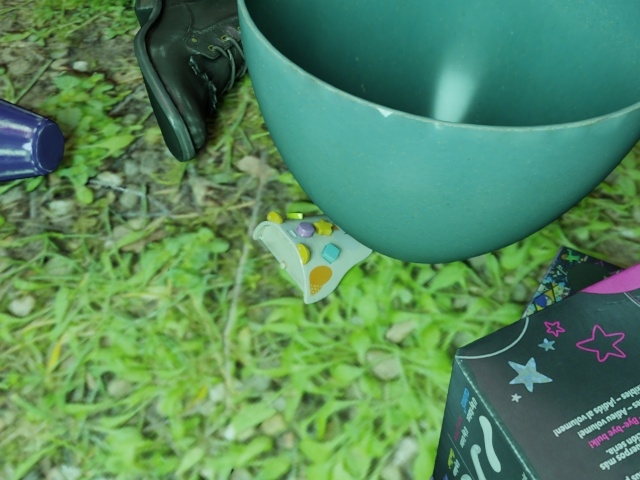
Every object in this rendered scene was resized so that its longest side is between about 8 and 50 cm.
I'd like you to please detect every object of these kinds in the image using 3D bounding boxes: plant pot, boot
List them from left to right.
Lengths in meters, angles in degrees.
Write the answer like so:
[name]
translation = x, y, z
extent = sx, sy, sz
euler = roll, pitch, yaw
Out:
[boot]
translation = -0.056, -0.194, 0.758
extent = 0.229, 0.091, 0.262
euler = -12, 48, -3
[plant pot]
translation = 0.086, -0.095, 0.581
extent = 0.291, 0.195, 0.290
euler = 3, 46, -3

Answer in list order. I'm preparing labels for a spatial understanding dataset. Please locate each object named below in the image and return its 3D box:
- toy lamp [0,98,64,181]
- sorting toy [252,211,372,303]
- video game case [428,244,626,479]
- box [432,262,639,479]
[toy lamp]
translation = -0.366, -0.100, 0.725
extent = 0.275, 0.080, 0.080
euler = 8, 52, 16
[sorting toy]
translation = 0.000, 0.000, 0.631
extent = 0.075, 0.044, 0.083
euler = -16, 48, -32
[video game case]
translation = 0.204, 0.129, 0.494
extent = 0.210, 0.041, 0.232
euler = 24, 57, 22
[box]
translation = 0.199, 0.097, 0.388
extent = 0.247, 0.163, 0.142
euler = -22, 56, -12
